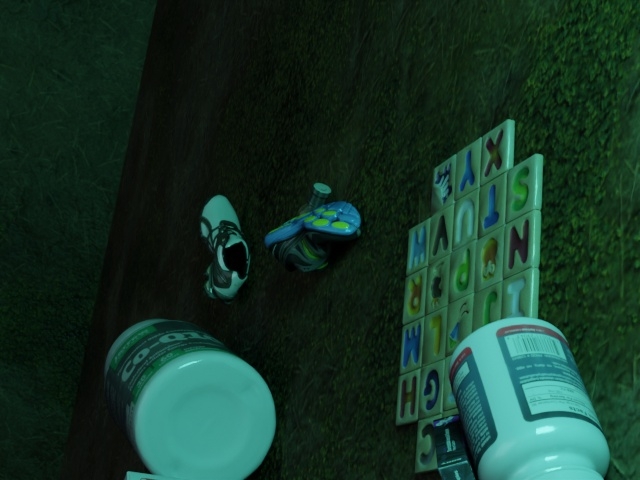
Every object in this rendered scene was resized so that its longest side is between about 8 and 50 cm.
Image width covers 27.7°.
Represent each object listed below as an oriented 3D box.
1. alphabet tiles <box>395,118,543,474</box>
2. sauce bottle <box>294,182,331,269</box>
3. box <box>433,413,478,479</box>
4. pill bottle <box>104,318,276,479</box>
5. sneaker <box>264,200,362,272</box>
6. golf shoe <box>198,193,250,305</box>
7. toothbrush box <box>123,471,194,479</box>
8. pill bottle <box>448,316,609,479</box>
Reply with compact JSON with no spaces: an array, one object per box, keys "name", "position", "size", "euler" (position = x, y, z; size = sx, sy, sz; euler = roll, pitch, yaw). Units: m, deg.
[{"name":"alphabet tiles","position":[0.147,0.061,1.332],"size":[0.285,0.011,0.342],"euler":[147,131,-63]},{"name":"sauce bottle","position":[-0.019,-0.019,1.788],"size":[0.042,0.042,0.128],"euler":[-106,32,-53]},{"name":"box","position":[0.127,0.222,1.110],"size":[0.162,0.029,0.116],"euler":[-54,-54,-82]},{"name":"pill bottle","position":[-0.210,0.231,1.937],"size":[0.361,0.204,0.204],"euler":[-161,83,-70]},{"name":"sneaker","position":[0.000,0.000,1.709],"size":[0.188,0.067,0.078],"euler":[-19,105,54]},{"name":"golf shoe","position":[-0.144,0.003,2.097],"size":[0.094,0.077,0.198],"euler":[-39,49,45]},{"name":"toothbrush box","position":[-0.203,0.464,1.789],"size":[0.122,0.206,0.283],"euler":[-102,29,-49]},{"name":"pill bottle","position":[0.173,0.160,1.057],"size":[0.180,0.108,0.108],"euler":[-101,29,-48]}]
